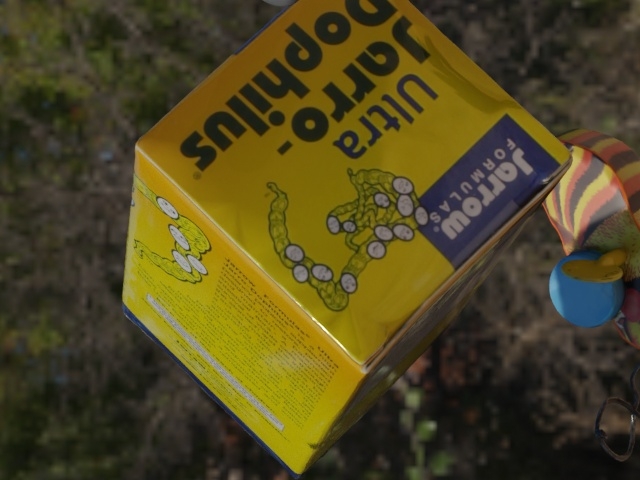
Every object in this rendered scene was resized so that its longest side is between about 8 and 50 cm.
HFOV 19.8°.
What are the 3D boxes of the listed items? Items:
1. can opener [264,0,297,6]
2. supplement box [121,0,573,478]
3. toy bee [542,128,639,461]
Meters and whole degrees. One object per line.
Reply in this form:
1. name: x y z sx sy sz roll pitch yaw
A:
1. can opener: 0.005 -0.259 1.001 0.095 0.076 0.283 108 -177 -56
2. supplement box: 0.000 0.000 1.243 0.194 0.195 0.356 -44 -7 -18
3. toy bee: 0.303 0.032 1.659 0.298 0.162 0.195 59 -137 -21
